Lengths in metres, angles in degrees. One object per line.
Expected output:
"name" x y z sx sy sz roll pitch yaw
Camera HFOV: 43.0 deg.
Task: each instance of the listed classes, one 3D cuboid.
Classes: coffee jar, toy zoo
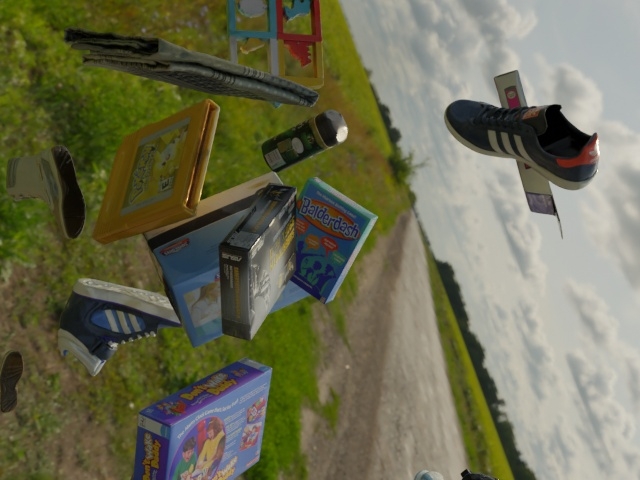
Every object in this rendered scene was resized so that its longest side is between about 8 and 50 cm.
"coffee jar" -0.033 -0.220 1.785 0.079 0.184 0.096 65 25 -6
"toy zoo" -0.091 -0.409 1.625 0.030 0.192 0.293 160 -73 -72

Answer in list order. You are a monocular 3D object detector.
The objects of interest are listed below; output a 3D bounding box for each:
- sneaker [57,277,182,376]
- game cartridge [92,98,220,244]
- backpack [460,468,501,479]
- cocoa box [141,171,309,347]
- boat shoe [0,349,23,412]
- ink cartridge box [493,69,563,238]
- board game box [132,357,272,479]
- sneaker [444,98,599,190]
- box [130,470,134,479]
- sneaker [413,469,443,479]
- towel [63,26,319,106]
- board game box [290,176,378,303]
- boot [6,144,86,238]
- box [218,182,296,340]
"sneaker" -0.518 0.247 2.119 0.130 0.322 0.236 -138 -114 -75
"game cartridge" -0.375 -0.152 1.832 0.052 0.323 0.285 34 53 -42
"backpack" 0.253 0.403 1.064 0.117 0.173 0.158 -99 -155 -77
"cocoa box" -0.201 0.042 1.893 0.228 0.347 0.231 53 -19 41
"boat shoe" -0.626 0.275 1.615 0.050 0.045 0.135 -3 113 -49
"ink cartridge box" 0.479 -0.189 1.864 0.176 0.069 0.371 36 39 -67
"board game box" -0.236 0.406 1.665 0.347 0.078 0.233 -18 121 -59
"sneaker" 0.423 -0.241 1.702 0.131 0.350 0.148 -54 157 -25
"box" -0.360 0.562 1.914 0.201 0.164 0.021 -81 -177 -67
"sneaker" 0.208 0.480 1.476 0.228 0.092 0.088 -3 95 -75
"towel" -0.213 -0.268 1.302 0.324 0.312 0.056 9 98 -44
"board game box" 0.000 0.000 1.674 0.160 0.210 0.047 33 20 17
"boot" -0.633 -0.100 1.865 0.077 0.165 0.213 -22 102 -65
"box" -0.104 0.032 1.411 0.231 0.056 0.183 -57 154 -54
